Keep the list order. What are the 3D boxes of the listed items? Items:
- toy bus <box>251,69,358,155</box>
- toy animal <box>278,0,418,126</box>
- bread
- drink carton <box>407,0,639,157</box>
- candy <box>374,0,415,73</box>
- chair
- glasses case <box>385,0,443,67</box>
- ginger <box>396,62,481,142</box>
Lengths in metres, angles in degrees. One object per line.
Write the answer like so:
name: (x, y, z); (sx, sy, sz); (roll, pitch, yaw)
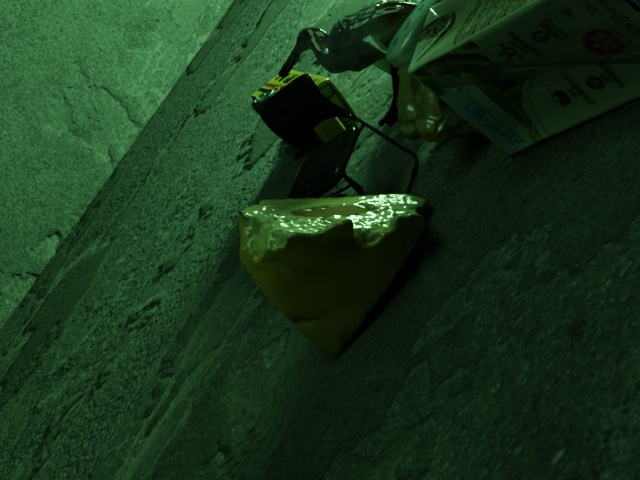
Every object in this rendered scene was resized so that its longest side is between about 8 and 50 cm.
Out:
toy bus: (-0.024, -0.222, 2.472); (0.123, 0.121, 0.335); (-39, 18, -7)
toy animal: (0.055, -0.308, 2.250); (0.324, 0.090, 0.195); (29, 108, 39)
bread: (0.002, -0.011, 1.886); (0.224, 0.211, 0.183); (-50, 12, 15)
drink carton: (0.289, -0.250, 1.713); (0.324, 0.194, 0.132); (-25, 36, 49)
candy: (0.154, -0.397, 2.469); (0.119, 0.119, 0.440); (-41, 13, 23)
chair: (0.008, -0.114, 2.045); (0.140, 0.221, 0.145); (-30, 27, 43)
glasses case: (0.154, -0.314, 1.977); (0.178, 0.045, 0.067); (-52, 14, -16)
ginger: (0.182, -0.218, 2.003); (0.221, 0.130, 0.276); (-40, 19, 33)
